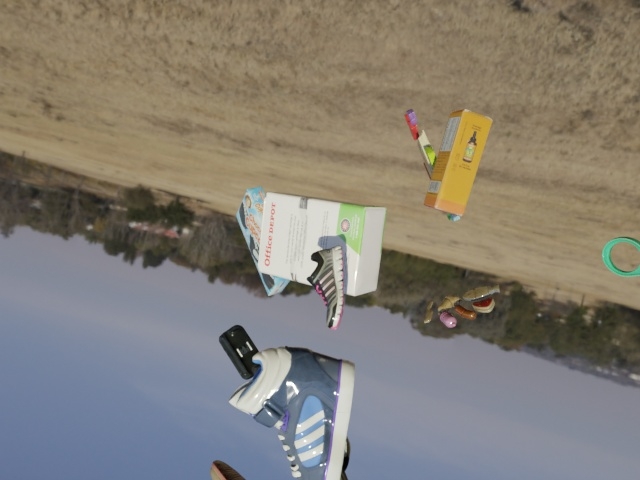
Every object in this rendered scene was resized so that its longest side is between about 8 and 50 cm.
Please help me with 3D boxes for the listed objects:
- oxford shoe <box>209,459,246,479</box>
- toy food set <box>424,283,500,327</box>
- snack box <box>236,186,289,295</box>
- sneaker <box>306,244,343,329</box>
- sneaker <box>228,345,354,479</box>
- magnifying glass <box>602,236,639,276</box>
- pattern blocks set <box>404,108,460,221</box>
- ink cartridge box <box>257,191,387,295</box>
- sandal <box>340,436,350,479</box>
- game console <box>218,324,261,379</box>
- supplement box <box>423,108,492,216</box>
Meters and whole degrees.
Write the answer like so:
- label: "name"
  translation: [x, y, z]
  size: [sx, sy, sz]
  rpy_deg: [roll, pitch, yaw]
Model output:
- label: "oxford shoe"
  translation: [-0.246, 0.824, 1.672]
  size: [0.348, 0.130, 0.123]
  rpy_deg: [46, -177, 29]
- label: "toy food set"
  translation: [0.233, 0.112, 0.913]
  size: [0.122, 0.019, 0.078]
  rpy_deg: [-16, -154, 30]
- label: "snack box"
  translation: [-0.187, 0.003, 1.874]
  size: [0.060, 0.322, 0.187]
  rpy_deg: [-15, 160, -28]
- label: "sneaker"
  translation: [0.009, 0.094, 1.118]
  size: [0.074, 0.171, 0.063]
  rpy_deg: [-1, 167, 2]
- label: "sneaker"
  translation: [-0.069, 0.369, 1.108]
  size: [0.236, 0.323, 0.130]
  rpy_deg: [10, -176, -1]
- label: "magnifying glass"
  translation: [0.748, 0.057, 1.249]
  size: [0.026, 0.092, 0.231]
  rpy_deg: [-12, -156, -38]
- label: "pattern blocks set"
  translation: [0.304, -0.203, 1.510]
  size: [0.026, 0.325, 0.285]
  rpy_deg: [-22, -174, 9]
- label: "ink cartridge box"
  translation: [0.000, 0.000, 1.304]
  size: [0.272, 0.199, 0.114]
  rpy_deg: [12, -171, 32]
- label: "sandal"
  translation: [0.047, 0.574, 1.504]
  size: [0.303, 0.086, 0.120]
  rpy_deg: [61, -176, 32]
- label: "game console"
  translation: [-0.233, 0.467, 2.054]
  size: [0.361, 0.213, 0.044]
  rpy_deg: [54, 165, 15]
- label: "supplement box"
  translation: [0.317, -0.180, 1.295]
  size: [0.078, 0.234, 0.080]
  rpy_deg: [15, -173, -14]
